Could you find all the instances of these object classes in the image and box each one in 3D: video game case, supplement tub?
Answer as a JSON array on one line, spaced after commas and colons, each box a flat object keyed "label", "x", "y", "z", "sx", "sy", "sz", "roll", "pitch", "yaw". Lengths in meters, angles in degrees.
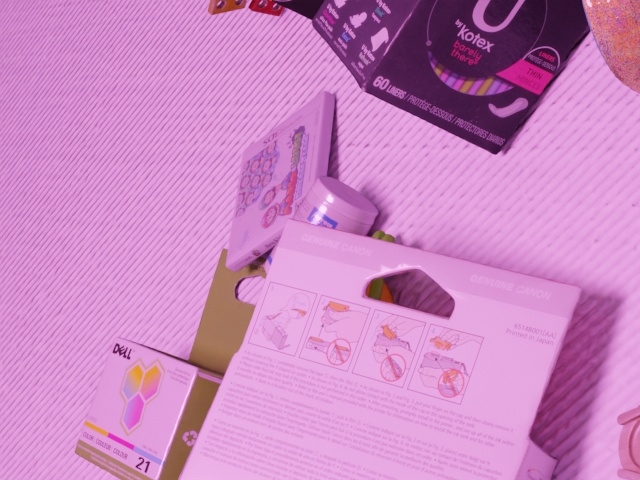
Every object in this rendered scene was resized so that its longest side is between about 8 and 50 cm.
[{"label": "video game case", "x": -0.041, "y": -0.061, "z": 1.740, "sx": 0.143, "sy": 0.019, "sz": 0.157, "roll": -34, "pitch": 38, "yaw": 41}, {"label": "supplement tub", "x": 0.000, "y": 0.000, "z": 1.617, "sx": 0.107, "sy": 0.071, "sz": 0.071, "roll": -59, "pitch": 34, "yaw": 15}]

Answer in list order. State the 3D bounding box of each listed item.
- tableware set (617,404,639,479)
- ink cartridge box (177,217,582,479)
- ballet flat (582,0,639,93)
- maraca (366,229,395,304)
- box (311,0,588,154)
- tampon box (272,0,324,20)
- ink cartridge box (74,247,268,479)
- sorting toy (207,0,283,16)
[{"label": "tableware set", "x": 0.255, "y": 0.182, "z": 1.194, "sx": 0.141, "sy": 0.020, "sz": 0.168, "roll": -16, "pitch": 60, "yaw": 51}, {"label": "ink cartridge box", "x": 0.053, "y": 0.137, "z": 1.376, "sx": 0.296, "sy": 0.066, "sz": 0.261, "roll": 14, "pitch": 75, "yaw": 35}, {"label": "ballet flat", "x": 0.257, "y": -0.290, "z": 1.306, "sx": 0.123, "sy": 0.123, "sz": 0.348, "roll": -14, "pitch": 76, "yaw": 51}, {"label": "maraca", "x": 0.022, "y": 0.070, "z": 1.527, "sx": 0.127, "sy": 0.099, "sz": 0.185, "roll": -40, "pitch": 23, "yaw": 47}, {"label": "box", "x": 0.143, "y": -0.239, "z": 1.460, "sx": 0.270, "sy": 0.165, "sz": 0.143, "roll": -57, "pitch": 34, "yaw": 18}, {"label": "tampon box", "x": 0.010, "y": -0.294, "z": 1.687, "sx": 0.120, "sy": 0.161, "sz": 0.101, "roll": -36, "pitch": 45, "yaw": 42}, {"label": "ink cartridge box", "x": -0.132, "y": 0.126, "z": 1.712, "sx": 0.189, "sy": 0.097, "sz": 0.255, "roll": 12, "pitch": 83, "yaw": 57}, {"label": "sorting toy", "x": -0.017, "y": -0.338, "z": 1.788, "sx": 0.046, "sy": 0.132, "sz": 0.274, "roll": 47, "pitch": 114, "yaw": 32}]
